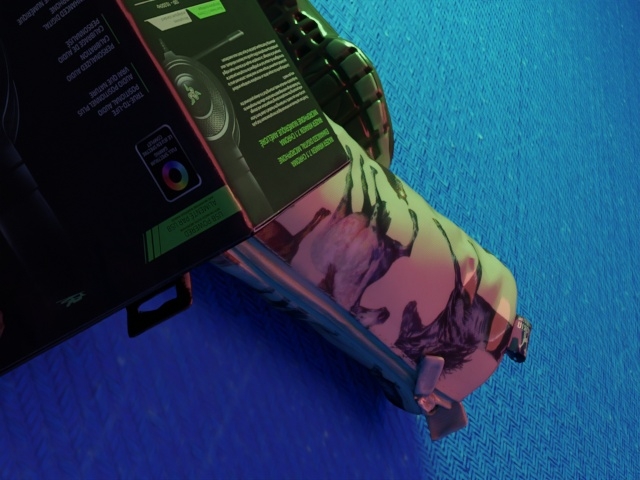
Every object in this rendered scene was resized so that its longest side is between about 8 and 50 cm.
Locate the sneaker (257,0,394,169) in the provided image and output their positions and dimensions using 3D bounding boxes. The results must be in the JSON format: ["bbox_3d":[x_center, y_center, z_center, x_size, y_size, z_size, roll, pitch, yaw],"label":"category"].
[{"bbox_3d":[0.003,-0.160,0.995,0.267,0.101,0.106,61,16,25],"label":"sneaker"}]

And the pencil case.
[{"bbox_3d":[0.000,0.000,0.841,0.410,0.160,0.183,37,30,-35],"label":"pencil case"}]

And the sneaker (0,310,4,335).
[{"bbox_3d":[-0.261,0.012,0.560,0.209,0.082,0.069,44,42,6],"label":"sneaker"}]

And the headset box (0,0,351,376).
[{"bbox_3d":[-0.158,-0.078,0.593,0.283,0.246,0.131,60,31,-6],"label":"headset box"}]
